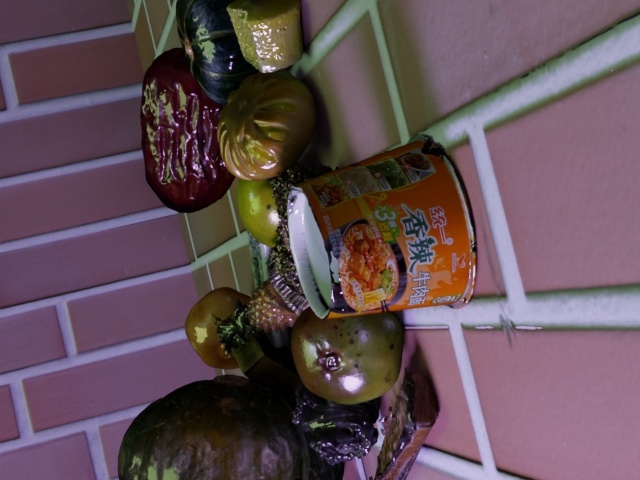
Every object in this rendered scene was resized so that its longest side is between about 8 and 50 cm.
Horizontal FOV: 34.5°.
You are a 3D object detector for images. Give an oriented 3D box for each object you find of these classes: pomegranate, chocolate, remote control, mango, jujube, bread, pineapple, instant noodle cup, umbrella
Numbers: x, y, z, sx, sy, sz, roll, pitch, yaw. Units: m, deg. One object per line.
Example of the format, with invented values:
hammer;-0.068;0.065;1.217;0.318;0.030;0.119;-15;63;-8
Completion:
pomegranate;-0.237;0.219;2.578;0.209;0.209;0.209;167;90;-75
chocolate;0.127;0.309;1.597;0.329;0.065;0.102;103;169;-57
remote control;-0.109;0.067;2.237;0.128;0.065;0.335;-134;34;-59
mango;-0.082;-0.065;1.893;0.293;0.143;0.175;115;145;-79
jujube;-0.294;-0.247;2.329;0.258;0.258;0.376;-122;36;-51
bread;-0.084;-0.351;1.703;0.129;0.111;0.114;-128;24;-53
bread;-0.101;-0.199;1.745;0.213;0.105;0.213;-24;53;35
pomegranate;0.052;0.156;1.577;0.210;0.180;0.180;-12;-92;-66
pineapple;-0.135;0.165;2.159;0.251;0.125;0.125;-32;69;42
instant noodle cup;0.067;-0.005;1.305;0.230;0.182;0.230;167;90;-76
umbrella;0.026;0.219;1.801;0.128;0.154;0.336;48;-145;-49

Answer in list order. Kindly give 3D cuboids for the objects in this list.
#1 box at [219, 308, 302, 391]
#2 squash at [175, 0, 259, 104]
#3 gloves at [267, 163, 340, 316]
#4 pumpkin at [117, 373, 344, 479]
box;-0.125;0.258;2.304;0.159;0.071;0.240;40;-175;-28
squash;-0.168;-0.373;1.885;0.252;0.165;0.252;163;90;-76
gloves;-0.008;-0.001;1.669;0.312;0.135;0.210;105;148;-61
pumpkin;-0.178;0.443;2.074;0.454;0.454;0.344;137;132;-73
